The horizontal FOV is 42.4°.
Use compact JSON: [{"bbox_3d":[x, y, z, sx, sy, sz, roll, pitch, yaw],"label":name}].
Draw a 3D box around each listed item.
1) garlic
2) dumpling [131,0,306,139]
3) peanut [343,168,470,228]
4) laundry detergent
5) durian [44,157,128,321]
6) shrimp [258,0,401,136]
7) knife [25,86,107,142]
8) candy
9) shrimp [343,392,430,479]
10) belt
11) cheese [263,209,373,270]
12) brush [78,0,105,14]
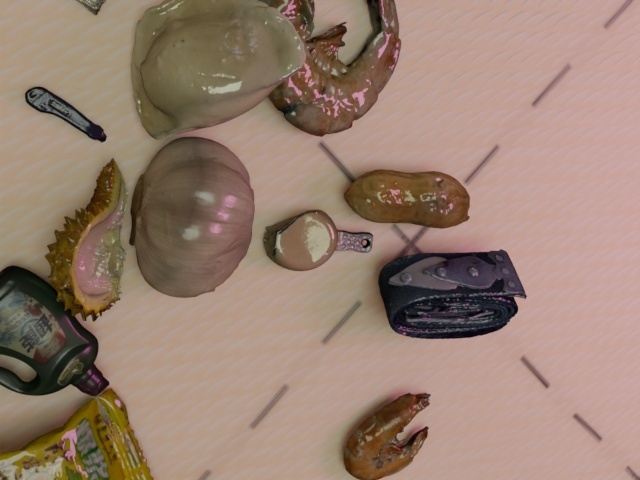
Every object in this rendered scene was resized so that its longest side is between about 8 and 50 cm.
[{"bbox_3d":[-0.168,-0.031,1.145,0.178,0.143,0.229,6,90,-19],"label":"garlic"},{"bbox_3d":[-0.151,-0.248,1.106,0.252,0.131,0.179,-20,88,16],"label":"dumpling"},{"bbox_3d":[0.140,-0.067,1.279,0.214,0.099,0.099,5,99,-15],"label":"peanut"},{"bbox_3d":[-0.389,0.149,1.134,0.144,0.078,0.221,-41,113,-6],"label":"laundry detergent"},{"bbox_3d":[-0.320,-0.005,1.123,0.140,0.079,0.224,20,80,-65],"label":"durian"},{"bbox_3d":[0.012,-0.331,1.187,0.247,0.085,0.360,-11,108,-27],"label":"shrimp"},{"bbox_3d":[-0.343,-0.169,1.117,0.121,0.018,0.031,34,81,-23],"label":"knife"},{"bbox_3d":[-0.381,0.340,1.140,0.297,0.081,0.187,-23,103,-35],"label":"candy"},{"bbox_3d":[0.119,0.325,1.373,0.187,0.051,0.132,-41,130,-2],"label":"shrimp"},{"bbox_3d":[0.197,0.076,1.310,0.218,0.128,0.122,-1,138,-18],"label":"belt"},{"bbox_3d":[-0.001,-0.007,1.256,0.171,0.047,0.092,-15,108,-16],"label":"cheese"},{"bbox_3d":[-0.400,-0.417,1.050,0.314,0.017,0.090,33,86,-22],"label":"brush"}]
